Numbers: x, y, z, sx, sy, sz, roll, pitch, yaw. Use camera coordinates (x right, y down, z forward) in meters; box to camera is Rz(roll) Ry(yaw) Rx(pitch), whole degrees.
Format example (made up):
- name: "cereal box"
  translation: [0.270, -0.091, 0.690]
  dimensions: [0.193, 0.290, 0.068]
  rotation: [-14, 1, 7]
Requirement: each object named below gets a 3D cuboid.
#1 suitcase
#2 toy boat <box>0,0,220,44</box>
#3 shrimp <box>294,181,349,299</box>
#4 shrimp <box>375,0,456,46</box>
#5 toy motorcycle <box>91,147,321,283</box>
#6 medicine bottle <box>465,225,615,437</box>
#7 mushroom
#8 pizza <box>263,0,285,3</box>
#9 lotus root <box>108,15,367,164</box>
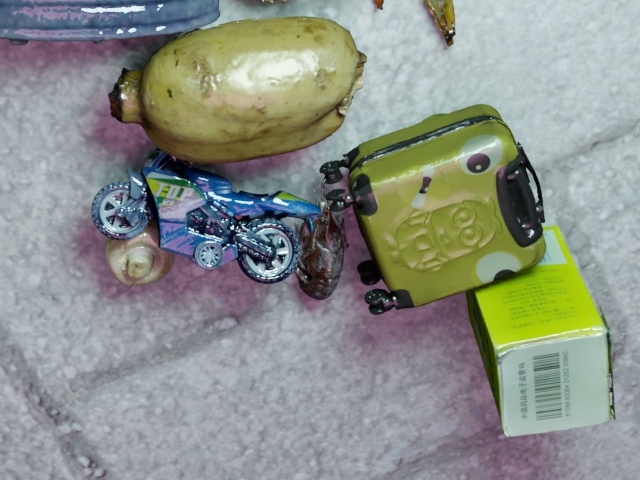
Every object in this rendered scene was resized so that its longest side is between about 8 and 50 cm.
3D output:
- name: "suitcase"
  translation: [0.136, -0.043, 1.777]
  dimensions: [0.235, 0.143, 0.194]
  rotation: [-19, 120, 4]
- name: "toy boat"
  translation: [-0.246, -0.257, 1.610]
  dimensions: [0.283, 0.127, 0.078]
  rotation: [-3, 115, -9]
- name: "shrimp"
  translation: [0.000, 0.000, 1.833]
  dimensions: [0.056, 0.065, 0.165]
  rotation: [-17, 121, -36]
- name: "shrimp"
  translation: [0.111, -0.266, 1.712]
  dimensions: [0.091, 0.025, 0.127]
  rotation: [-24, 116, 6]
- name: "toy motorcycle"
  translation: [-0.129, -0.038, 1.755]
  dimensions: [0.254, 0.092, 0.135]
  rotation: [18, 90, -10]
- name: "medicine bottle"
  translation: [0.255, 0.102, 1.818]
  dimensions: [0.141, 0.250, 0.137]
  rotation: [-8, 122, -1]
- name: "mushroom"
  translation: [-0.214, 0.017, 1.806]
  dimensions: [0.083, 0.067, 0.083]
  rotation: [-4, 127, -5]
- name: "pizza"
  translation: [-0.041, -0.330, 1.633]
  dimensions: [0.226, 0.069, 0.147]
  rotation: [-17, 136, -2]
- name: "lotus root"
  translation: [-0.089, -0.165, 1.670]
  dimensions: [0.284, 0.146, 0.160]
  rotation: [-5, 129, -5]
